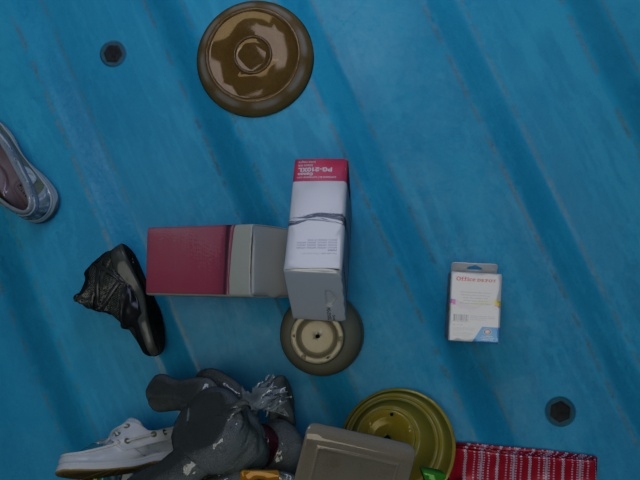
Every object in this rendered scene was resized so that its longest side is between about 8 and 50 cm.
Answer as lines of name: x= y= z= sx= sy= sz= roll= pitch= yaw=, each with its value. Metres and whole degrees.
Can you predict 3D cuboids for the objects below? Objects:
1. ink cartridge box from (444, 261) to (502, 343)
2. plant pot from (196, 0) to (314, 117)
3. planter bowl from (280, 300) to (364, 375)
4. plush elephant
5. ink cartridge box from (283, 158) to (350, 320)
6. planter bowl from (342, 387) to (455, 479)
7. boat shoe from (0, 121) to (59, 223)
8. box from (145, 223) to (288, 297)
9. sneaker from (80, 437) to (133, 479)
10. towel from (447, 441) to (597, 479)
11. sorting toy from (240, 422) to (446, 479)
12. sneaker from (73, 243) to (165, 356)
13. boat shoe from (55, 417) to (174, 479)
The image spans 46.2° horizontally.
ink cartridge box: x=0.280 y=0.113 z=1.377 sx=0.092 sy=0.090 sz=0.143 roll=4 pitch=86 yaw=5
plant pot: x=-0.132 y=-0.362 z=1.476 sx=0.236 sy=0.032 sz=0.236 roll=0 pitch=86 yaw=6
planter bowl: x=-0.003 y=0.175 z=1.391 sx=0.162 sy=0.109 sz=0.162 roll=0 pitch=86 yaw=6
plush elephant: x=-0.139 y=0.365 z=1.321 sx=0.330 sy=0.255 sz=0.272 roll=-24 pitch=41 yaw=20
ink cartridge box: x=0.000 y=0.000 z=1.323 sx=0.100 sy=0.172 sz=0.237 roll=1 pitch=55 yaw=6
planter bowl: x=0.126 y=0.359 z=1.337 sx=0.217 sy=0.090 sz=0.217 roll=-7 pitch=63 yaw=15
boat shoe: x=-0.653 y=-0.160 z=1.476 sx=0.118 sy=0.103 sz=0.320 roll=-44 pitch=84 yaw=1
box: x=-0.180 y=0.039 z=1.359 sx=0.232 sy=0.148 sz=0.127 roll=-1 pitch=86 yaw=28
sneaker: x=-0.427 y=0.511 z=1.402 sx=0.107 sy=0.110 sz=0.275 roll=0 pitch=84 yaw=26
towel: x=0.365 y=0.481 z=1.377 sx=0.274 sy=0.031 sz=0.199 roll=4 pitch=88 yaw=5
sorting toy: x=0.042 y=0.404 z=1.211 sx=0.347 sy=0.047 sz=0.196 roll=14 pitch=90 yaw=-4
sneaker: x=-0.386 y=0.133 z=1.444 sx=0.130 sy=0.087 sz=0.227 roll=-28 pitch=81 yaw=5
boat shoe: x=-0.347 y=0.373 z=1.369 sx=0.098 sy=0.277 sz=0.096 roll=-30 pitch=64 yaw=45
